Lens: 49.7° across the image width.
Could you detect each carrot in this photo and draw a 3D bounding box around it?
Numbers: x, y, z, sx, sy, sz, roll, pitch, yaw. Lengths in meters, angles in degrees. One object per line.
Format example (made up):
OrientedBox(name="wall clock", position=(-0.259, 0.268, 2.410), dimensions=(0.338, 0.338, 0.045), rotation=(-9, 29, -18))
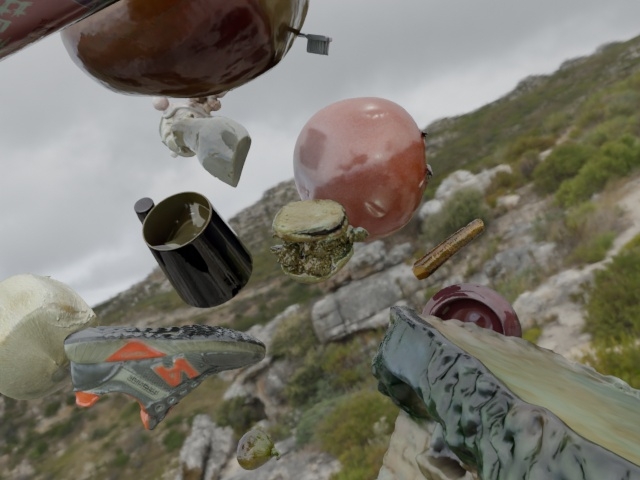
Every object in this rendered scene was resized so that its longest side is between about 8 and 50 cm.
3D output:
OrientedBox(name="carrot", position=(0.256, 0.017, 1.375), dimensions=(0.171, 0.042, 0.042), rotation=(-38, -3, 8))

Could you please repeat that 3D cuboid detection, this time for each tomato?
OrientedBox(name="tomato", position=(0.087, -0.155, 1.600), dimensions=(0.273, 0.341, 0.341), rotation=(-8, -5, -18))

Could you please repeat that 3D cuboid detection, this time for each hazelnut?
OrientedBox(name="hazelnut", position=(-0.188, -0.353, 0.980), dimensions=(0.366, 0.365, 0.366), rotation=(-22, -1, 0))

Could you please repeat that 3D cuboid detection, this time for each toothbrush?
OrientedBox(name="toothbrush", position=(-0.084, -0.339, 1.147), dimensions=(0.024, 0.029, 0.354), rotation=(0, 18, -35))

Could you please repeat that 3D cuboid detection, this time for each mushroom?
OrientedBox(name="mushroom", position=(-0.207, -0.184, 1.278), dimensions=(0.225, 0.116, 0.093), rotation=(33, 30, 33))

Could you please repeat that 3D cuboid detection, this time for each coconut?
OrientedBox(name="coconut", position=(-0.579, 0.199, 1.418), dimensions=(0.245, 0.247, 0.244), rotation=(-33, -38, -32))

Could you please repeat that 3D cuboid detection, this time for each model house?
OrientedBox(name="model house", position=(0.221, 0.332, 0.705), dimensions=(0.395, 0.399, 0.445), rotation=(15, 7, -31))

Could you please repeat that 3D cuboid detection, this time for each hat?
OrientedBox(name="hat", position=(0.309, 0.183, 1.412), dimensions=(0.206, 0.205, 0.089), rotation=(-23, -5, 24))

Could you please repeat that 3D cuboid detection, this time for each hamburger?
OrientedBox(name="hamburger", position=(0.000, 0.000, 1.275), dimensions=(0.185, 0.131, 0.159), rotation=(-7, 29, 14))

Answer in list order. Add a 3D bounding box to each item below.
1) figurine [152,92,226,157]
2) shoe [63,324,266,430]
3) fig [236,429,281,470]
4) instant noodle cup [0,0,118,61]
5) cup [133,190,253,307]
OrientedBox(name="figurine", position=(-0.303, -0.305, 1.627), dimensions=(0.182, 0.144, 0.256), rotation=(16, -70, -50))
OrientedBox(name="shoe", position=(-0.255, 0.234, 1.161), dimensions=(0.337, 0.170, 0.132), rotation=(2, 1, -21))
OrientedBox(name="fig", position=(-0.131, 0.454, 1.494), dimensions=(0.098, 0.082, 0.084), rotation=(5, -5, 5))
OrientedBox(name="instant noodle cup", position=(-0.271, -0.270, 0.576), dimensions=(0.231, 0.242, 0.243), rotation=(-17, 0, 8))
OrientedBox(name="cup", position=(-0.272, 0.015, 1.337), dimensions=(0.240, 0.166, 0.177), rotation=(1, -35, 22))
